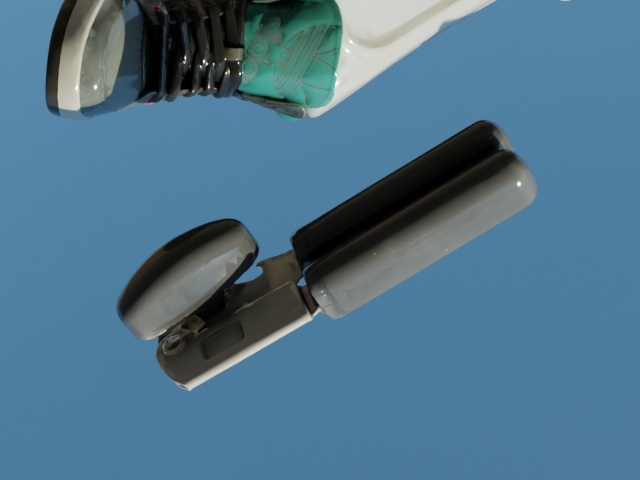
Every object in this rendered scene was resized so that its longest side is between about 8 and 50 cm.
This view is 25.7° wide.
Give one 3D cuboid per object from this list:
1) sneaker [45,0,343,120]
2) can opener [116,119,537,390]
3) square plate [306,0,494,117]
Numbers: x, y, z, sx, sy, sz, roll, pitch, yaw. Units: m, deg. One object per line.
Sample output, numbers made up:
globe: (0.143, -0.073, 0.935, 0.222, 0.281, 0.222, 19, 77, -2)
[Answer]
sneaker: (-0.076, -0.145, 1.059, 0.178, 0.124, 0.295, 14, -154, 10)
can opener: (0.000, 0.000, 0.928, 0.283, 0.095, 0.076, -31, -140, 6)
square plate: (0.070, -0.344, 1.348, 0.344, 0.347, 0.049, -35, -149, -29)
